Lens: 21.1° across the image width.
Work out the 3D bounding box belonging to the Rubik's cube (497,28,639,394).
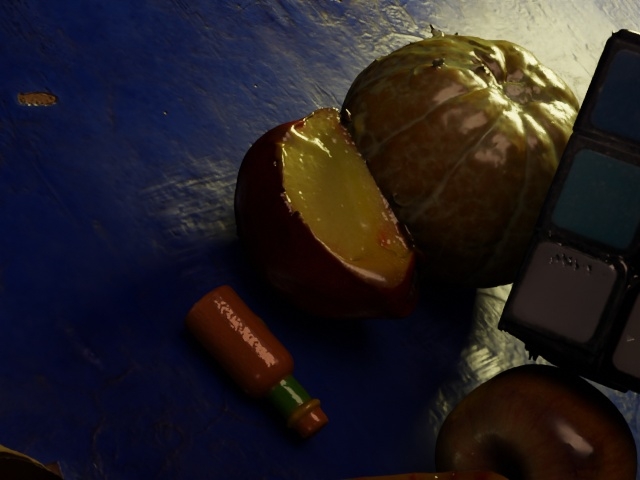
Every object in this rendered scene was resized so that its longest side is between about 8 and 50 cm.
[{"bbox_3d":[0.432,0.019,1.846,0.359,0.363,0.362,24,-2,21],"label":"Rubik's cube"}]

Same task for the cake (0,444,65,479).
[{"bbox_3d":[-0.321,0.261,1.500,0.207,0.178,0.185,26,81,-30],"label":"cake"}]

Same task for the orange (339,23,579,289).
[{"bbox_3d":[0.176,-0.099,2.054,0.329,0.249,0.329,16,42,-15],"label":"orange"}]

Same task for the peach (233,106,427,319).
[{"bbox_3d":[-0.004,0.001,1.924,0.159,0.154,0.267,-17,68,-38],"label":"peach"}]

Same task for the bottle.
[{"bbox_3d":[-0.064,0.135,1.829,0.187,0.069,0.069,49,44,14],"label":"bottle"}]

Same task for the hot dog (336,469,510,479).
[{"bbox_3d":[0.074,0.281,1.695,0.250,0.076,0.104,-3,75,6],"label":"hot dog"}]

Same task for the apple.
[{"bbox_3d":[0.225,0.234,1.800,0.211,0.211,0.188,54,25,22],"label":"apple"}]
